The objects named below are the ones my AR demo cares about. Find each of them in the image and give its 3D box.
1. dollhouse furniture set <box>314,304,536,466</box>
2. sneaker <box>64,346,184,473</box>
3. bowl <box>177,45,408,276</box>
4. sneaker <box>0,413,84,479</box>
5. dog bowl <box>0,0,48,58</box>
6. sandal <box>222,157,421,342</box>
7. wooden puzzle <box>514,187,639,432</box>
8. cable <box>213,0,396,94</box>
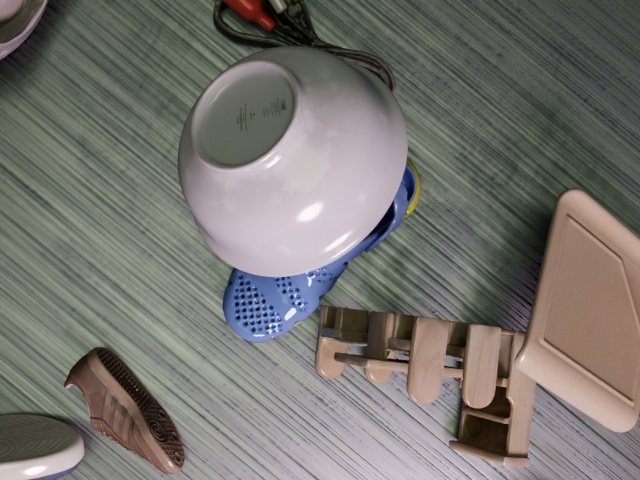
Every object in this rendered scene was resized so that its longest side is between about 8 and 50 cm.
[{"bbox_3d":[0.134,0.176,1.051,0.242,0.212,0.161,10,85,-29],"label":"dollhouse furniture set"},{"bbox_3d":[-0.248,0.226,1.111,0.071,0.066,0.188,-39,84,13],"label":"sneaker"},{"bbox_3d":[-0.059,-0.116,1.023,0.297,0.134,0.298,-11,65,23],"label":"bowl"},{"bbox_3d":[-0.457,0.322,1.070,0.349,0.131,0.148,-11,109,-9],"label":"sneaker"},{"bbox_3d":[-0.493,-0.361,1.083,0.348,0.102,0.349,1,82,-9],"label":"dog bowl"},{"bbox_3d":[0.000,0.000,1.088,0.126,0.138,0.317,43,88,-2],"label":"sandal"},{"bbox_3d":[0.335,0.088,1.083,0.221,0.044,0.239,33,67,-28],"label":"wooden puzzle"},{"bbox_3d":[-0.031,-0.266,1.132,0.139,0.072,0.287,-42,90,2],"label":"cable"}]
